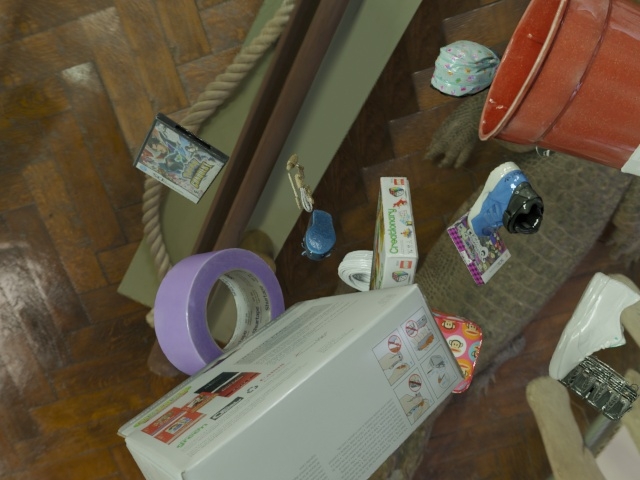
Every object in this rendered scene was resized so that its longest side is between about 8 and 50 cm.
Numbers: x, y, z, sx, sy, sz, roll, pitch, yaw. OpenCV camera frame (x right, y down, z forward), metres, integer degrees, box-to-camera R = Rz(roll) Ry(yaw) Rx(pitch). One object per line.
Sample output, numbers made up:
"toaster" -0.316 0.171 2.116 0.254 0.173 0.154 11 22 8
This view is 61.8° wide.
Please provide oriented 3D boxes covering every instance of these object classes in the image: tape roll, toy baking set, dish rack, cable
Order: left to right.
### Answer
"tape roll" -0.145 0.109 0.798 0.080 0.189 0.189 -10 110 39
"toy baking set" -0.067 -0.205 1.911 0.030 0.256 0.197 -22 105 15
"cable" 0.196 0.125 2.015 0.257 0.257 0.089 16 66 12
"dish rack" 0.746 0.375 1.436 0.074 0.208 0.272 -44 147 -15

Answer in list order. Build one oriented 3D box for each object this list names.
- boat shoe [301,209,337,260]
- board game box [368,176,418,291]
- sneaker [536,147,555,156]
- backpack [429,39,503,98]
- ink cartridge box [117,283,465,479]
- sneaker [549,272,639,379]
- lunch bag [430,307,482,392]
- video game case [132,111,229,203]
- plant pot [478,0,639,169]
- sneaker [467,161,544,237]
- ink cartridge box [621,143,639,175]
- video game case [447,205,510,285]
"boat shoe" 0.000 0.000 1.616 0.108 0.258 0.089 20 118 0
"board game box" 0.124 0.065 0.962 0.053 0.193 0.305 1 134 1
"sneaker" 0.560 -0.294 1.326 0.068 0.071 0.170 -8 112 12
"backpack" 0.343 -0.411 1.282 0.182 0.152 0.115 -29 135 -37
"ink cartridge box" -0.043 0.189 0.615 0.309 0.271 0.130 -32 98 -32
"sneaker" 0.475 0.167 0.931 0.094 0.080 0.212 28 113 23
"lunch bag" 0.319 0.336 1.606 0.293 0.120 0.258 16 93 7
"video game case" -0.454 -0.255 1.722 0.248 0.035 0.275 32 141 -15
"plant pot" 0.419 -0.232 0.799 0.264 0.272 0.273 21 104 1
"sneaker" 0.257 -0.029 0.739 0.058 0.085 0.152 -19 149 -15
"ink cartridge box" 0.422 -0.128 0.492 0.180 0.225 0.056 19 61 11
"video game case" 0.567 0.009 1.900 0.041 0.210 0.232 -23 99 51
